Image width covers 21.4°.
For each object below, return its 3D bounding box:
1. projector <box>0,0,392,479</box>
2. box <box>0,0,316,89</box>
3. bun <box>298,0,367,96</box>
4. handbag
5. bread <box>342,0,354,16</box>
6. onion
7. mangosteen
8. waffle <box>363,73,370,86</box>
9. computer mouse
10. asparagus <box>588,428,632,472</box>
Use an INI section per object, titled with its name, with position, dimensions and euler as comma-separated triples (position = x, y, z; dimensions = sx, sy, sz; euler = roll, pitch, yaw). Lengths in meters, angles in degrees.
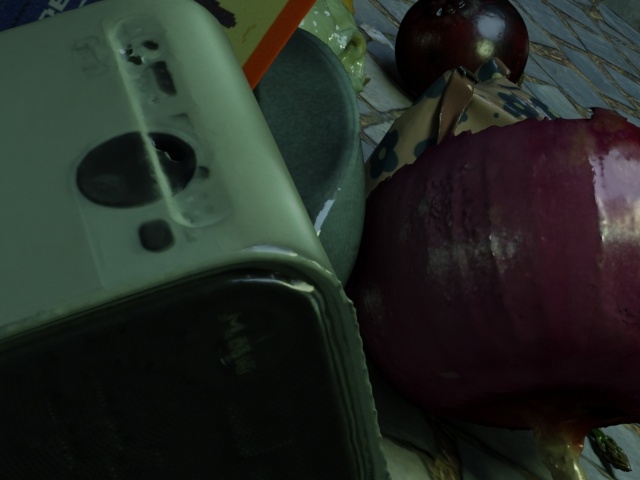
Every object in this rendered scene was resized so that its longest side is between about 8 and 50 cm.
[projector]
position = -0.123, 0.044, 0.944
dimensions = 0.249, 0.248, 0.248
euler = -115, -171, -47
[box]
position = -0.180, -0.256, 1.409
dimensions = 0.257, 0.318, 0.349
euler = 28, 25, -25
[bun]
position = -0.029, -0.175, 1.671
dimensions = 0.212, 0.126, 0.204
euler = -52, 134, -46
[handbag]
position = 0.185, -0.054, 1.730
dimensions = 0.251, 0.193, 0.190
euler = 37, 24, 10
[bread]
position = -0.079, -0.323, 1.903
dimensions = 0.195, 0.149, 0.344
euler = 18, 29, -28
[onion]
position = 0.198, 0.051, 1.394
dimensions = 0.358, 0.358, 0.345
euler = 27, 39, -27
[mangosteen]
position = 0.186, -0.225, 2.134
dimensions = 0.200, 0.200, 0.200
euler = 32, 23, -16
[waffle]
position = 0.001, -0.229, 2.023
dimensions = 0.135, 0.021, 0.092
euler = 45, 23, 16
[computer mouse]
position = -0.033, -0.038, 1.396
dimensions = 0.114, 0.203, 0.374
euler = 10, 38, -15
[asparagus]
position = 0.247, 0.150, 1.676
dimensions = 0.023, 0.022, 0.233
euler = 79, -15, -44
